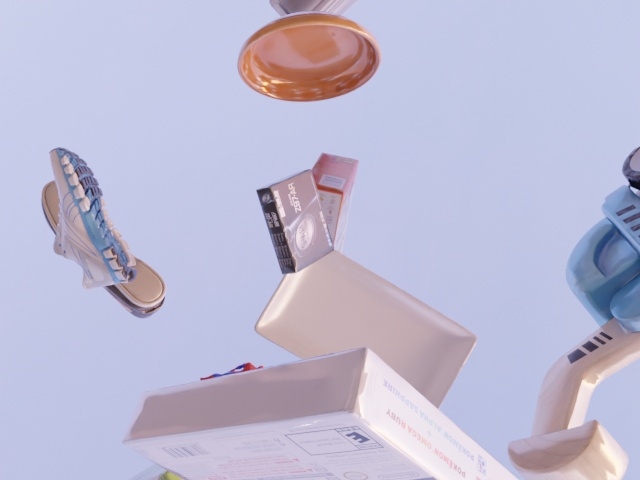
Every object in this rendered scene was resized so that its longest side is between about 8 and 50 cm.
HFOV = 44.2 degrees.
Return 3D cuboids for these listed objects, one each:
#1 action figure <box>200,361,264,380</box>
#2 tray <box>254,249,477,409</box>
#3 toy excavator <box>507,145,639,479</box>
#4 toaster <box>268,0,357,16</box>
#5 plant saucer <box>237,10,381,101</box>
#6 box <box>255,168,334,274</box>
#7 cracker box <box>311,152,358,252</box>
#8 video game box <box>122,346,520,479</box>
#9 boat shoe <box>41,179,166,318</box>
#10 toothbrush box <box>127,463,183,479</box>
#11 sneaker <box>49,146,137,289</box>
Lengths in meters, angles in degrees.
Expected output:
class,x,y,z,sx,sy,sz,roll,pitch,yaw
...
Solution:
class,x,y,z,sx,sy,sz,roll,pitch,yaw
action figure,-0.155,0.244,1.411,0.115,0.030,0.038,-18,-126,3
tray,0.061,0.122,1.043,0.270,0.030,0.145,31,-95,-7
toy excavator,0.435,0.112,1.098,0.445,0.222,0.433,-39,-160,16
toaster,-0.006,-0.481,1.527,0.129,0.227,0.146,45,-71,-3
plant saucer,-0.016,-0.256,1.091,0.199,0.200,0.037,-7,-110,5
box,-0.022,-0.018,0.736,0.018,0.083,0.067,-8,-167,37
cracker box,0.000,0.000,1.212,0.067,0.232,0.156,13,-154,5
video game box,0.003,0.150,0.525,0.205,0.187,0.048,-17,-140,38
boat shoe,-0.441,0.025,1.566,0.335,0.095,0.112,46,-127,8
toothbrush box,-0.091,0.268,0.886,0.283,0.206,0.122,-24,-97,-48
sneaker,-0.309,-0.022,0.994,0.082,0.071,0.191,-20,-80,9
